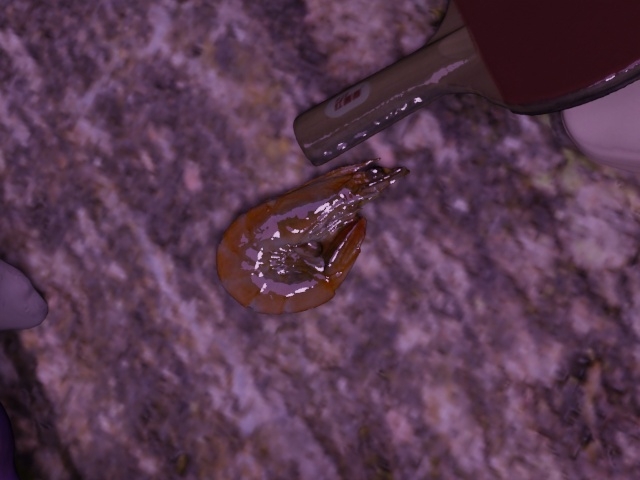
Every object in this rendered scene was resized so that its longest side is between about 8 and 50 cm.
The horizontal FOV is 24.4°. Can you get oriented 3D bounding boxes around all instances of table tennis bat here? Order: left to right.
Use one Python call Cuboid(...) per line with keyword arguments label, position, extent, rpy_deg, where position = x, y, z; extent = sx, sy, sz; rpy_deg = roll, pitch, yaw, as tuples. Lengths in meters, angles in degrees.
Cuboid(label="table tennis bat", position=(0.096, -0.105, 0.714), extent=(0.246, 0.022, 0.138), rpy_deg=(-28, 45, 15))

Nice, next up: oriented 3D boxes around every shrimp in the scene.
Cuboid(label="shrimp", position=(0.000, 0.000, 0.732), extent=(0.108, 0.023, 0.059), rpy_deg=(-24, 82, 7))

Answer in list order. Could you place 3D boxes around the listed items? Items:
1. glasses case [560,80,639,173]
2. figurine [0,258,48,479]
Cuboid(label="glasses case", position=(0.211, -0.058, 0.676), extent=(0.204, 0.051, 0.081), rpy_deg=(14, 80, 19))
Cuboid(label="figurine", position=(-0.182, 0.093, 0.683), extent=(0.421, 0.193, 0.154), rpy_deg=(48, 129, 22))
